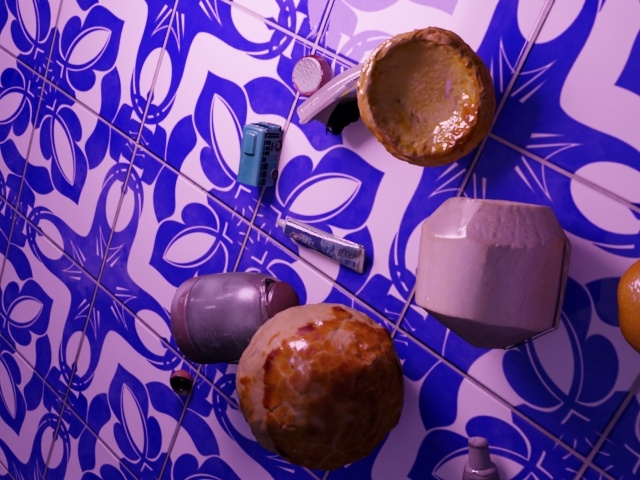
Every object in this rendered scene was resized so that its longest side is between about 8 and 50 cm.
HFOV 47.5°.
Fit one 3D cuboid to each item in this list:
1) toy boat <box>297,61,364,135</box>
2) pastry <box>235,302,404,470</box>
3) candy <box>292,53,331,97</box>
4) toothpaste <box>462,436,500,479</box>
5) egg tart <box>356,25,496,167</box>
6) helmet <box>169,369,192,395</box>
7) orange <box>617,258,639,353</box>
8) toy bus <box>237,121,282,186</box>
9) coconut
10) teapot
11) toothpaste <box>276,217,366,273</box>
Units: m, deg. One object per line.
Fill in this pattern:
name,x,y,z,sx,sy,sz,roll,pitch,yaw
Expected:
toy boat,0.079,-0.321,1.641,0.270,0.141,0.140,-14,87,35
pastry,0.007,0.326,1.625,0.389,0.312,0.388,0,91,-4
candy,-0.021,-0.398,1.757,0.103,0.043,0.103,5,99,35
toothpaste,0.357,0.568,1.605,0.099,0.069,0.282,15,114,62
egg tart,0.223,-0.299,1.512,0.294,0.123,0.293,5,110,13
helmet,-0.409,0.413,2.146,0.065,0.049,0.083,-2,125,4
orange,0.629,0.116,1.244,0.236,0.236,0.236,5,99,36
toy bus,-0.157,-0.220,1.850,0.079,0.092,0.160,19,107,32
coconut,0.327,0.066,1.415,0.323,0.323,0.322,5,99,36
teapot,-0.177,0.223,1.868,0.312,0.233,0.314,-10,119,31
toothpaste,-0.001,0.001,1.797,0.269,0.047,0.069,24,97,28
